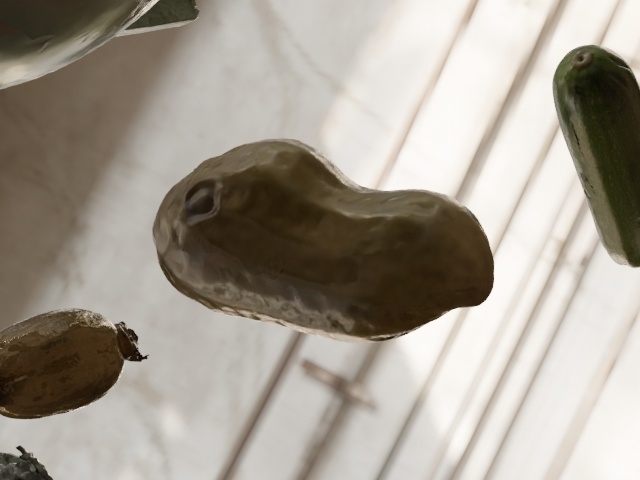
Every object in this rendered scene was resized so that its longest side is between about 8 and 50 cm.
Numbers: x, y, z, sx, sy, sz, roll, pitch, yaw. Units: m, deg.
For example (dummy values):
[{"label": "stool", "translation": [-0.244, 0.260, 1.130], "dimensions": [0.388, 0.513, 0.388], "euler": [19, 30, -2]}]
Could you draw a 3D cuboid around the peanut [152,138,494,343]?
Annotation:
[{"label": "peanut", "translation": [0.000, 0.000, 1.198], "dimensions": [0.110, 0.236, 0.120], "euler": [45, -122, -54]}]

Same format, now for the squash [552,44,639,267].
[{"label": "squash", "translation": [0.225, -0.060, 1.444], "dimensions": [0.069, 0.069, 0.239], "euler": [-54, -38, -23]}]

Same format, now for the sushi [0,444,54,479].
[{"label": "sushi", "translation": [-0.343, 0.390, 1.777], "dimensions": [0.417, 0.417, 0.176], "euler": [-47, -12, -37]}]

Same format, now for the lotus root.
[{"label": "lotus root", "translation": [-0.186, 0.086, 1.345], "dimensions": [0.150, 0.062, 0.073], "euler": [-16, -89, -44]}]

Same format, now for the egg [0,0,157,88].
[{"label": "egg", "translation": [-0.160, -0.219, 0.755], "dimensions": [0.354, 0.340, 0.354], "euler": [-13, -32, -8]}]

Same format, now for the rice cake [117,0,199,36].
[{"label": "rice cake", "translation": [-0.173, -0.183, 1.581], "dimensions": [0.170, 0.033, 0.029], "euler": [-16, -86, -43]}]
